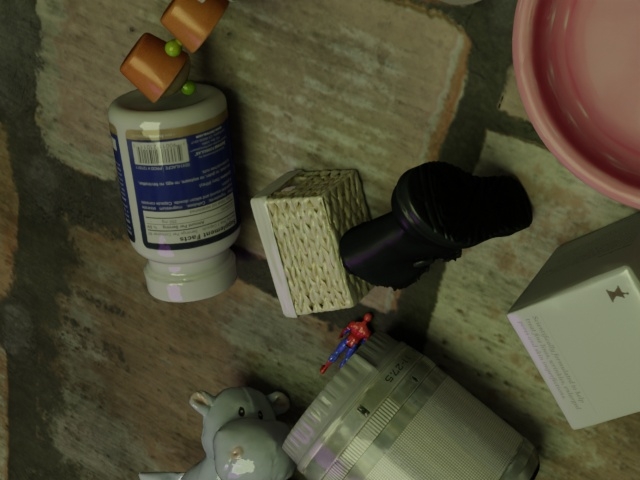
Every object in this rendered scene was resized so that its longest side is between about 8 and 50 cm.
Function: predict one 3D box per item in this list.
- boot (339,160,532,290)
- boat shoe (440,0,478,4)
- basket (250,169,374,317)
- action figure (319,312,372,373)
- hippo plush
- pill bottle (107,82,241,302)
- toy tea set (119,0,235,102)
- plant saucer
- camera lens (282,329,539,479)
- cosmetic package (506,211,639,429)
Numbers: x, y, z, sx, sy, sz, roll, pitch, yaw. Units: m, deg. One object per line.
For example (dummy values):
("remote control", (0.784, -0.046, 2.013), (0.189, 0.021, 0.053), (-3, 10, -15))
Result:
("boot", (0.099, -0.007, 1.237), (0.207, 0.246, 0.094), (-26, 76, 35))
("boat shoe", (0.203, -0.369, 1.073), (0.127, 0.158, 0.340), (44, 157, 0))
("basket", (0.000, 0.000, 1.376), (0.103, 0.113, 0.167), (-5, 110, 32))
("action figure", (0.039, 0.140, 1.476), (0.038, 0.030, 0.115), (36, 122, 5))
("hippo plush", (-0.095, 0.334, 1.583), (0.294, 0.234, 0.237), (47, 122, 59))
("pill bottle", (-0.185, -0.062, 1.434), (0.153, 0.153, 0.265), (9, 118, 28))
("toy tea set", (-0.101, -0.273, 1.272), (0.124, 0.200, 0.336), (35, 144, -17))
("plant saucer", (0.353, -0.190, 1.034), (0.332, 0.084, 0.332), (3, 99, 20))
("camera lens", (0.117, 0.274, 1.372), (0.274, 0.219, 0.219), (39, 128, 10))
("cosmetic package", (0.323, 0.078, 1.168), (0.151, 0.183, 0.151), (-27, 97, 38))
